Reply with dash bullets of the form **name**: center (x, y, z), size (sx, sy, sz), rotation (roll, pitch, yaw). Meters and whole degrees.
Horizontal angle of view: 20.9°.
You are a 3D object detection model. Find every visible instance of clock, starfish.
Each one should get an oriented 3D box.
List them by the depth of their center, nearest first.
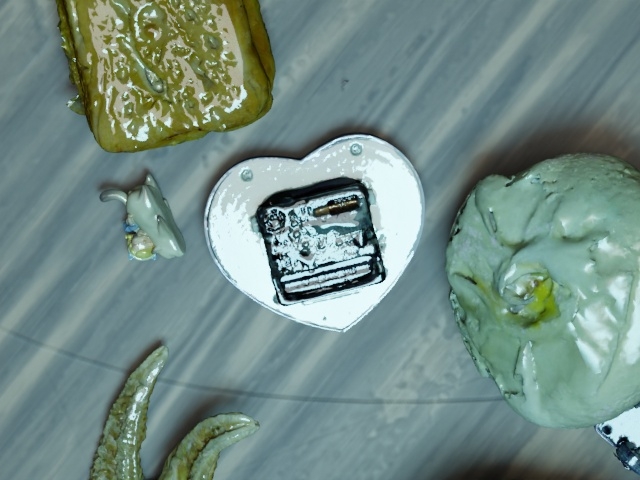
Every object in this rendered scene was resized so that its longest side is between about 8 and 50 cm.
- **clock**: center (0.000, 0.000, 1.544), size (0.198, 0.064, 0.172), rotation (-13, 97, 0)
- **starfish**: center (-0.181, 0.286, 1.555), size (0.327, 0.094, 0.375), rotation (-6, 81, 13)

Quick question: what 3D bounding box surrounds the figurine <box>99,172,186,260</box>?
- **figurine**: center (-0.158, -0.015, 1.549), size (0.050, 0.047, 0.083), rotation (-20, 106, 16)

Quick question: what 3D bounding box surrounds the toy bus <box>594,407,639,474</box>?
- **toy bus**: center (0.341, 0.192, 1.564), size (0.199, 0.108, 0.096), rotation (41, 99, -5)

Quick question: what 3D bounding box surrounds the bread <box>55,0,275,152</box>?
- **bread**: center (-0.158, -0.267, 1.479), size (0.185, 0.109, 0.381), rotation (-11, 97, 7)

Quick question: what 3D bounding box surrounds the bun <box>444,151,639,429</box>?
- **bun**: center (0.206, 0.038, 1.482), size (0.239, 0.141, 0.239), rotation (0, 90, 35)
